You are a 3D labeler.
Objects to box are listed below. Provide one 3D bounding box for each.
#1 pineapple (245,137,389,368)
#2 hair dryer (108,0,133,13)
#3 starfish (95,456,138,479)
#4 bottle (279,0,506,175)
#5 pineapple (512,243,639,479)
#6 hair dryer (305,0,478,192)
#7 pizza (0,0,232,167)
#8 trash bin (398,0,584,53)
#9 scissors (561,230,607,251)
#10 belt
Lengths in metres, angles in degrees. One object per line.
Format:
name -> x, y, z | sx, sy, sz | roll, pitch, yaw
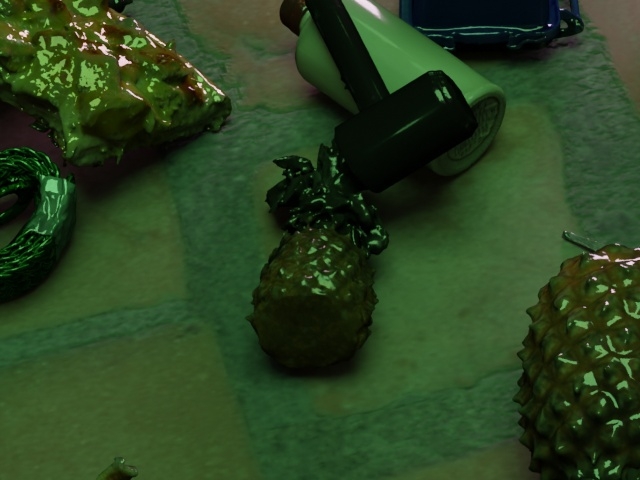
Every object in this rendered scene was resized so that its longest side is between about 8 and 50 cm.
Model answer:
pineapple -> 0.000, 0.000, 1.663 | 0.119, 0.111, 0.237 | 29, 41, -16
hair dryer -> -0.346, -0.188, 1.835 | 0.352, 0.107, 0.189 | -14, 54, -16
starfish -> -0.232, 0.257, 1.409 | 0.375, 0.094, 0.327 | -10, 7, 21
bottle -> 0.056, -0.165, 1.789 | 0.104, 0.104, 0.245 | -38, 59, -25
pineapple -> 0.222, 0.177, 1.473 | 0.175, 0.175, 0.361 | 11, 56, 11
hair dryer -> 0.048, -0.166, 1.708 | 0.114, 0.070, 0.248 | -31, 56, 12
pizza -> -0.240, -0.176, 1.742 | 0.323, 0.089, 0.223 | 30, 34, -2
trash bin -> 0.166, -0.305, 1.812 | 0.184, 0.234, 0.162 | -2, 51, 2
scissors -> 0.303, 0.027, 1.681 | 0.189, 0.015, 0.100 | 24, 54, 21
belt -> -0.288, -0.012, 1.702 | 0.121, 0.079, 0.151 | 38, 72, 16
